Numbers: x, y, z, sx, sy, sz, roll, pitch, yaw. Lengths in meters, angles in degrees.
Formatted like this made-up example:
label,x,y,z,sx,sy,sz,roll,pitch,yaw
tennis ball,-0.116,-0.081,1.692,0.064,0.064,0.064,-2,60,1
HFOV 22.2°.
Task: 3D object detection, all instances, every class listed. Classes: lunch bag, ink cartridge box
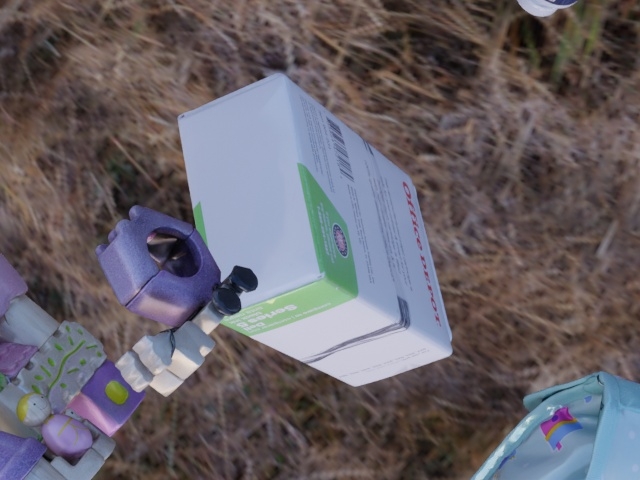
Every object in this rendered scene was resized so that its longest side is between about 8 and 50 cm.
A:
label,x,y,z,sx,sy,sz,roll,pitch,yaw
lunch bag,0.221,0.210,1.126,0.223,0.160,0.262,20,121,-16
ink cartridge box,0.000,0.000,1.466,0.115,0.198,0.273,-21,154,20

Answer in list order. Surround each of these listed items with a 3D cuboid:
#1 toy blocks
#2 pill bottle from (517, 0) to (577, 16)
label,x,y,z,sx,sy,sz,roll,pitch,yaw
toy blocks,-0.267,0.089,1.110,0.260,0.288,0.309,43,126,-5
pill bottle,0.232,-0.262,1.547,0.067,0.120,0.067,7,67,-18
